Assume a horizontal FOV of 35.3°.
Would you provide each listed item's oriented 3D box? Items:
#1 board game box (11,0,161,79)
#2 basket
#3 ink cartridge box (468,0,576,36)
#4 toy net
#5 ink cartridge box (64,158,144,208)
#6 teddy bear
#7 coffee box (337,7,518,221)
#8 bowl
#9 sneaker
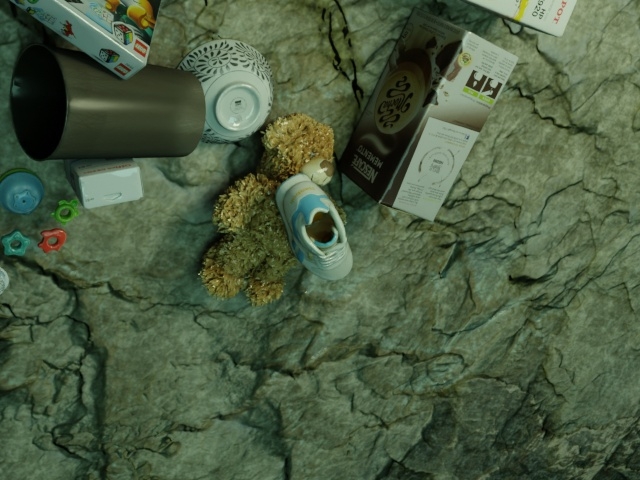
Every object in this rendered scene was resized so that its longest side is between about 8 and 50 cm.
[{"bbox_3d":[-0.338,-0.366,1.285,0.053,0.193,0.305,-25,136,36],"label":"board game box"},{"bbox_3d":[-0.288,-0.185,1.406,0.227,0.204,0.154,0,110,-37],"label":"basket"},{"bbox_3d":[0.277,-0.442,1.555,0.233,0.168,0.171,13,107,-32],"label":"ink cartridge box"},{"bbox_3d":[-0.463,0.011,1.497,0.122,0.045,0.232,28,102,-36],"label":"toy net"},{"bbox_3d":[-0.317,-0.097,1.463,0.089,0.122,0.052,-13,120,-20],"label":"ink cartridge box"},{"bbox_3d":[-0.069,-0.035,1.627,0.245,0.113,0.338,36,96,-37],"label":"teddy bear"},{"bbox_3d":[0.167,-0.203,1.624,0.119,0.168,0.297,18,105,-32],"label":"coffee box"},{"bbox_3d":[-0.137,-0.213,1.521,0.170,0.080,0.170,-11,118,-21],"label":"bowl"},{"bbox_3d":[0.000,0.000,1.574,0.087,0.092,0.228,-35,139,-5],"label":"sneaker"}]
